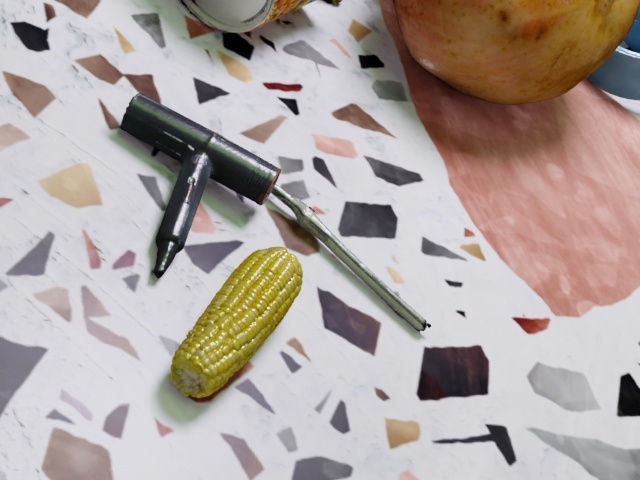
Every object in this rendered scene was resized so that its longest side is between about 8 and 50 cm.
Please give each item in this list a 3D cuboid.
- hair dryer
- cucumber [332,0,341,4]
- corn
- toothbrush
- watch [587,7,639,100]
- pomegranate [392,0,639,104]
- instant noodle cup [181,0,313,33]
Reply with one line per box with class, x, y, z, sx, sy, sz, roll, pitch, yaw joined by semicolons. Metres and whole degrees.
hair dryer;-0.154;-0.049;1.438;0.173;0.050;0.195;28;47;4
cucumber;-0.031;-0.413;1.816;0.134;0.134;0.244;-39;101;-49
corn;-0.076;0.072;1.353;0.067;0.067;0.206;37;42;2
toothbrush;0.004;-0.003;1.513;0.294;0.026;0.028;39;58;5
watch;0.443;-0.298;2.011;0.211;0.211;0.193;34;58;-1
pomegranate;0.227;-0.333;1.790;0.338;0.338;0.338;19;42;-18
instant noodle cup;-0.071;-0.349;1.680;0.213;0.213;0.174;41;49;7
